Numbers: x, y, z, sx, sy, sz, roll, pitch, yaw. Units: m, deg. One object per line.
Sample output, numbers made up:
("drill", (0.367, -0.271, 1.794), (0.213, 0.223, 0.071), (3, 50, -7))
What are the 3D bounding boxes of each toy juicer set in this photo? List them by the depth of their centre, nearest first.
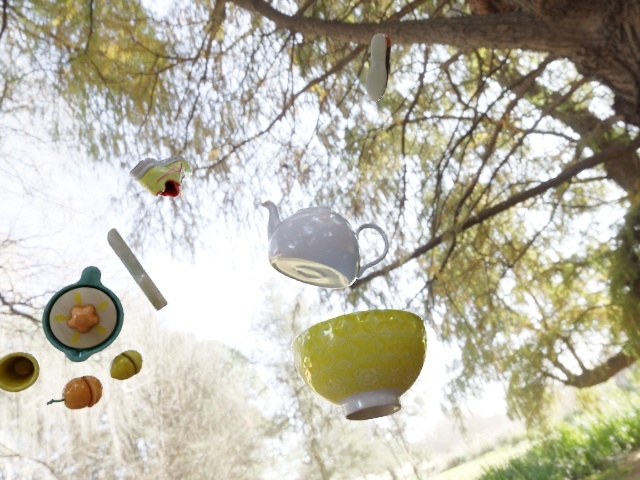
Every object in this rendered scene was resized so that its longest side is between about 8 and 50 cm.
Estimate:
("toy juicer set", (-0.404, 0.163, 0.846), (0.209, 0.329, 0.089), (38, -16, -15))

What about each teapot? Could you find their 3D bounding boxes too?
("teapot", (0.000, 0.000, 1.145), (0.252, 0.187, 0.256), (-7, -31, 45))

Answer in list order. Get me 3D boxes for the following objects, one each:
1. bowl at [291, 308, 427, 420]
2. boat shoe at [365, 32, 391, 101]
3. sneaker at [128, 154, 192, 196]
("bowl", (0.092, 0.270, 0.920), (0.288, 0.156, 0.290), (-7, -34, -5))
("boat shoe", (0.128, -0.369, 0.974), (0.043, 0.049, 0.137), (-32, -51, -57))
("sneaker", (-0.362, -0.142, 1.084), (0.081, 0.094, 0.208), (-40, 1, 20))
